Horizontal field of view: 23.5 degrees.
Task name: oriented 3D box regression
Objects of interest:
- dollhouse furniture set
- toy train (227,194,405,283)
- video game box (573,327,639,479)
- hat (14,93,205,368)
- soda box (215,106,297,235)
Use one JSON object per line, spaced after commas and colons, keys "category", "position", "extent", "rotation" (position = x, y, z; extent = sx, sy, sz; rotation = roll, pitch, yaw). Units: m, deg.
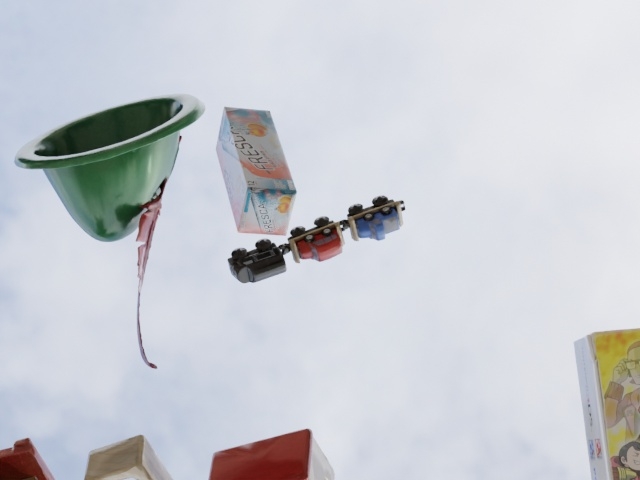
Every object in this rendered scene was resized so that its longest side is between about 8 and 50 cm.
{"category": "dollhouse furniture set", "position": [-0.187, 0.276, 1.383], "extent": [0.374, 0.152, 0.201], "rotation": [-17, -145, 16]}
{"category": "toy train", "position": [0.000, 0.000, 1.278], "extent": [0.158, 0.027, 0.036], "rotation": [-21, -142, -9]}
{"category": "video game box", "position": [0.245, 0.132, 0.803], "extent": [0.205, 0.048, 0.187], "rotation": [-4, -97, -6]}
{"category": "hat", "position": [-0.174, -0.014, 1.400], "extent": [0.173, 0.183, 0.208], "rotation": [-1, -157, 37]}
{"category": "soda box", "position": [-0.075, -0.080, 1.735], "extent": [0.058, 0.063, 0.183], "rotation": [4, -147, -16]}
